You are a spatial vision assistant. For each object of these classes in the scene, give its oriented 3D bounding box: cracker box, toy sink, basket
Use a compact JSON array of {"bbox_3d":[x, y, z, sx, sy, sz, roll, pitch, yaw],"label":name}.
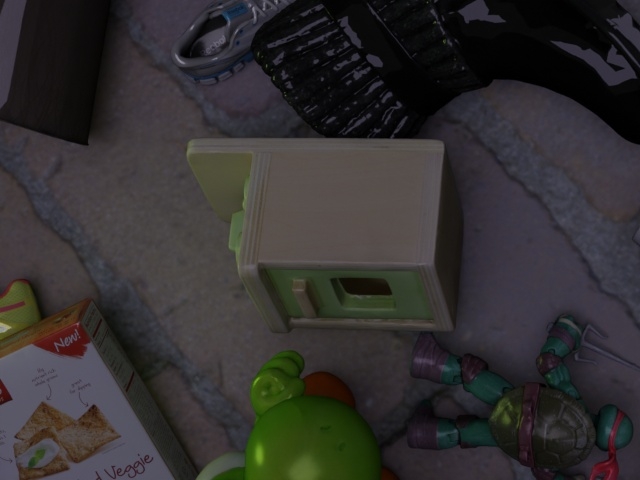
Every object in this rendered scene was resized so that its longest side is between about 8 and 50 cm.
[{"bbox_3d":[-0.228,0.189,1.720,0.156,0.067,0.232,-26,106,13],"label":"cracker box"},{"bbox_3d":[0.000,0.000,1.629,0.234,0.153,0.131,2,65,12],"label":"toy sink"},{"bbox_3d":[-0.276,-0.226,1.704,0.204,0.154,0.227,19,93,13],"label":"basket"}]

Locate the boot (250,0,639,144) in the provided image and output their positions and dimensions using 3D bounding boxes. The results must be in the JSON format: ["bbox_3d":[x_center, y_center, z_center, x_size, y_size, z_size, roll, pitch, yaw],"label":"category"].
[{"bbox_3d":[0.135,-0.143,1.624,0.348,0.131,0.260,44,98,12],"label":"boot"}]

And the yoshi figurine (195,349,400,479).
[{"bbox_3d":[-0.001,0.198,1.554,0.204,0.362,0.203,12,95,12],"label":"yoshi figurine"}]

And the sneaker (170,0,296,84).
[{"bbox_3d":[-0.059,-0.209,1.688,0.191,0.083,0.071,-38,83,10],"label":"sneaker"}]

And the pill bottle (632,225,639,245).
[{"bbox_3d":[0.396,0.028,1.572,0.246,0.136,0.136,35,100,9],"label":"pill bottle"}]

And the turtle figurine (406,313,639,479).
[{"bbox_3d":[0.196,0.152,1.640,0.234,0.118,0.175,9,95,17],"label":"turtle figurine"}]

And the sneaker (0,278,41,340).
[{"bbox_3d":[-0.366,0.076,1.776,0.208,0.081,0.094,-4,92,1],"label":"sneaker"}]
